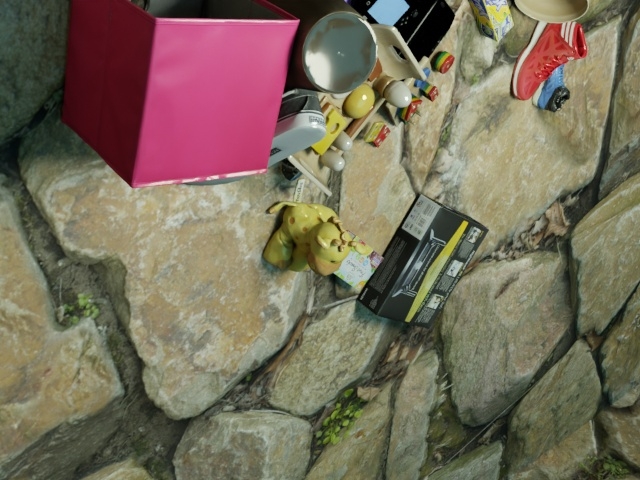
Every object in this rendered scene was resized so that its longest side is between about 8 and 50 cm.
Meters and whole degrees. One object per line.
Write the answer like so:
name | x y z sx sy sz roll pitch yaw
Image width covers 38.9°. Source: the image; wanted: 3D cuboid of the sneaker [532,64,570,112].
sneaker | 0.593 -0.391 2.246 0.058 0.085 0.152 9 111 -47

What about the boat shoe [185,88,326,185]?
boat shoe | -0.134 -0.188 1.613 0.306 0.104 0.113 -22 156 30

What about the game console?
game console | 0.146 -0.413 1.758 0.213 0.044 0.361 -55 156 8

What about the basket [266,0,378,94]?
basket | -0.011 -0.322 1.473 0.154 0.227 0.204 30 98 -30

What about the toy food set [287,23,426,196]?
toy food set | 0.068 -0.239 1.718 0.306 0.092 0.220 -52 153 1

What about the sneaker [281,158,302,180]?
sneaker | -0.009 -0.178 1.834 0.162 0.063 0.073 -47 144 -7

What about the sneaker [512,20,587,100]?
sneaker | 0.544 -0.421 2.142 0.087 0.128 0.221 -3 119 -42

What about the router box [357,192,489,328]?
router box | 0.258 0.058 2.253 0.243 0.081 0.308 20 103 -49

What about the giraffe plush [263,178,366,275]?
giraffe plush | 0.000 0.000 1.887 0.181 0.170 0.210 -25 133 -30

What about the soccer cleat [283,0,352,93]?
soccer cleat | 0.006 -0.398 1.657 0.116 0.109 0.318 -7 120 -46

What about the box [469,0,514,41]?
box | 0.362 -0.512 1.956 0.059 0.054 0.169 -47 140 -8

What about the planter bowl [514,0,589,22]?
planter bowl | 0.520 -0.572 2.004 0.162 0.162 0.109 37 64 -51

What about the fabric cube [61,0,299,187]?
fabric cube | -0.226 -0.261 1.408 0.254 0.259 0.258 -12 127 -39

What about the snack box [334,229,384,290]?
snack box | 0.076 0.048 2.102 0.100 0.037 0.141 -52 141 1

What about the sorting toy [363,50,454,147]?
sorting toy | 0.197 -0.298 1.921 0.274 0.046 0.132 -51 164 -1
